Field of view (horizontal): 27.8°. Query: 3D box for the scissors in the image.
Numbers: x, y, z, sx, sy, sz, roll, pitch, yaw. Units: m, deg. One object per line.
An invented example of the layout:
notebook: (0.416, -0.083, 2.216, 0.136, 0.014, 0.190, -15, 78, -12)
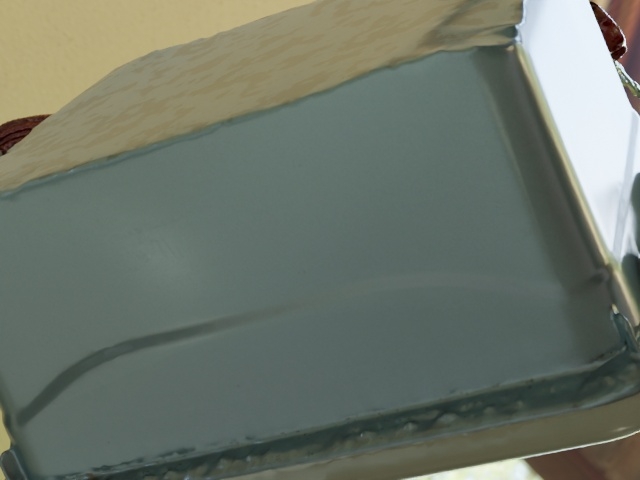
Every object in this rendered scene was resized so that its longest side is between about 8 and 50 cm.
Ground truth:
scissors: (0.229, -0.133, 1.007, 0.017, 0.144, 0.247, -36, 11, 9)

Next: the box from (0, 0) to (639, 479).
box: (0.000, 0.000, 0.409, 0.130, 0.227, 0.162, 66, -155, -18)

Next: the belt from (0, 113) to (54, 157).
belt: (-0.231, -0.059, 1.251, 0.124, 0.201, 0.128, -14, -70, -71)
